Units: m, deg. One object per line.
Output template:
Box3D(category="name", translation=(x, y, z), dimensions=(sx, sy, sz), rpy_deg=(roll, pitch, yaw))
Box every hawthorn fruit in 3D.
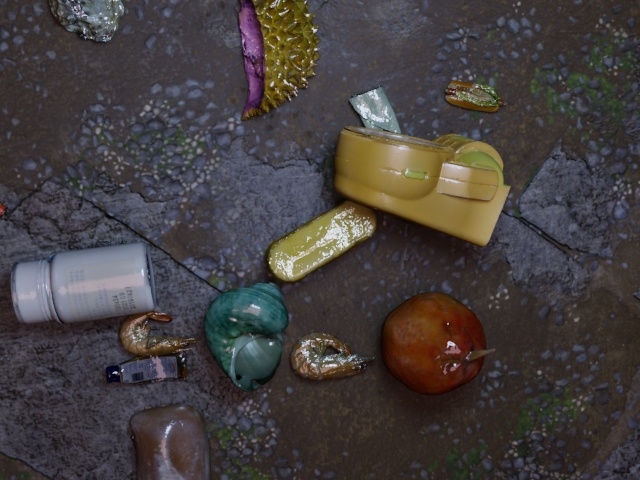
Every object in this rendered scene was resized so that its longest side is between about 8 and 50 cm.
Box3D(category="hawthorn fruit", translation=(0.241, 0.206, 1.796), dimensions=(0.210, 0.262, 0.210), rpy_deg=(0, 89, -25))

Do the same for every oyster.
Box3D(category="oyster", translation=(-0.463, -0.466, 1.750), dimensions=(0.177, 0.064, 0.125), rpy_deg=(35, 86, -11))

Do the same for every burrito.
Box3D(category="burrito", translation=(0.114, -0.254, 1.849), dimensions=(0.074, 0.044, 0.118), rpy_deg=(-25, 96, 3))

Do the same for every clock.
Box3D(category="clock", translation=(0.176, -0.124, 1.750), dimensions=(0.317, 0.244, 0.200), rpy_deg=(11, 97, -21))

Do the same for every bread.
Box3D(category="bread", translation=(0.000, 0.000, 1.836), dimensions=(0.245, 0.094, 0.102), rpy_deg=(-32, 89, -4))

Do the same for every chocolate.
Box3D(category="chocolate", translation=(-0.300, 0.464, 1.842), dimensions=(0.161, 0.083, 0.261), rpy_deg=(-10, 96, -8))

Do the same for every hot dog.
Box3D(category="hot dog", translation=(0.320, -0.298, 1.873), dimensions=(0.133, 0.041, 0.056), rpy_deg=(12, 94, -8))

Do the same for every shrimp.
Box3D(category="shrimp", translation=(-0.327, 0.185, 1.842), dimensions=(0.162, 0.045, 0.095), rpy_deg=(-2, 74, -2))
Box3D(category="shrimp", translation=(0.026, 0.242, 1.891), dimensions=(0.180, 0.041, 0.099), rpy_deg=(1, 80, -6))

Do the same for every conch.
Box3D(category="conch", translation=(-0.141, 0.172, 1.815), dimensions=(0.202, 0.134, 0.196), rpy_deg=(-45, 130, -5))

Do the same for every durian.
Box3D(category="durian", translation=(-0.076, -0.387, 1.786), dimensions=(0.186, 0.154, 0.260), rpy_deg=(-23, 106, -29))

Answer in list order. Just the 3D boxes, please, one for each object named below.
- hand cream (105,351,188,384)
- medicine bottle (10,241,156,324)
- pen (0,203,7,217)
Box3D(category="hand cream", translation=(-0.353, 0.264, 1.844), dimensions=(0.163, 0.039, 0.062), rpy_deg=(-5, 94, -13))
Box3D(category="medicine bottle", translation=(-0.455, 0.086, 1.758), dimensions=(0.258, 0.143, 0.143), rpy_deg=(-7, 96, -7))
Box3D(category="pen", translation=(-0.713, -0.108, 1.767), dimensions=(0.218, 0.026, 0.026), rpy_deg=(30, 91, -9))
